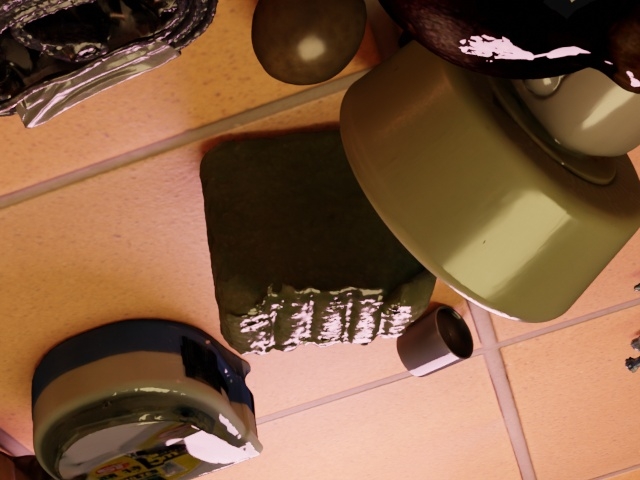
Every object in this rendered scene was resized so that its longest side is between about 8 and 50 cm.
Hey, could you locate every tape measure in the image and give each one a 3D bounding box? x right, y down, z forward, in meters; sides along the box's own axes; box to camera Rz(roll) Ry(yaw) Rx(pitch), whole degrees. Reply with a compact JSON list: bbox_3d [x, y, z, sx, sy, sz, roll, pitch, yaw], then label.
[{"bbox_3d":[-0.230,0.218,1.520,0.259,0.138,0.262,-21,146,8],"label":"tape measure"}]

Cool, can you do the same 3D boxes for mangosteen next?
[{"bbox_3d":[0.163,-0.236,0.841,0.297,0.313,0.297,-20,166,-5],"label":"mangosteen"}]

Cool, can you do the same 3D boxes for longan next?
[{"bbox_3d":[-0.007,-0.188,1.050,0.106,0.106,0.119,-38,179,31],"label":"longan"}]

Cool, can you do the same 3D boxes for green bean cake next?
[{"bbox_3d":[0.000,0.000,1.209,0.227,0.222,0.125,-9,146,-3],"label":"green bean cake"}]

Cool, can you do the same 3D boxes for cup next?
[{"bbox_3d":[0.157,0.135,1.615,0.077,0.078,0.100,-33,174,34],"label":"cup"}]

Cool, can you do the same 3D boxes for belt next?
[{"bbox_3d":[-0.193,-0.180,0.954,0.230,0.126,0.139,-23,144,11],"label":"belt"}]

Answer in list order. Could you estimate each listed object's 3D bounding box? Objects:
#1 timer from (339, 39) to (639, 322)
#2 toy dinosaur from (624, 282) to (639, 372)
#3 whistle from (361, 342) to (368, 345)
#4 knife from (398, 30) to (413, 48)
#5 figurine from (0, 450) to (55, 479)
[{"bbox_3d":[0.222,-0.129,1.055,0.291,0.291,0.315,18,129,-40],"label":"timer"},{"bbox_3d":[0.539,0.140,1.761,0.363,0.076,0.147,17,129,-34],"label":"toy dinosaur"},{"bbox_3d":[0.030,0.023,1.377,0.274,0.093,0.186,10,113,-37],"label":"whistle"},{"bbox_3d":[0.196,-0.204,1.174,0.245,0.019,0.072,-1,148,-16],"label":"knife"},{"bbox_3d":[-0.440,0.308,1.543,0.218,0.206,0.365,7,132,37],"label":"figurine"}]
